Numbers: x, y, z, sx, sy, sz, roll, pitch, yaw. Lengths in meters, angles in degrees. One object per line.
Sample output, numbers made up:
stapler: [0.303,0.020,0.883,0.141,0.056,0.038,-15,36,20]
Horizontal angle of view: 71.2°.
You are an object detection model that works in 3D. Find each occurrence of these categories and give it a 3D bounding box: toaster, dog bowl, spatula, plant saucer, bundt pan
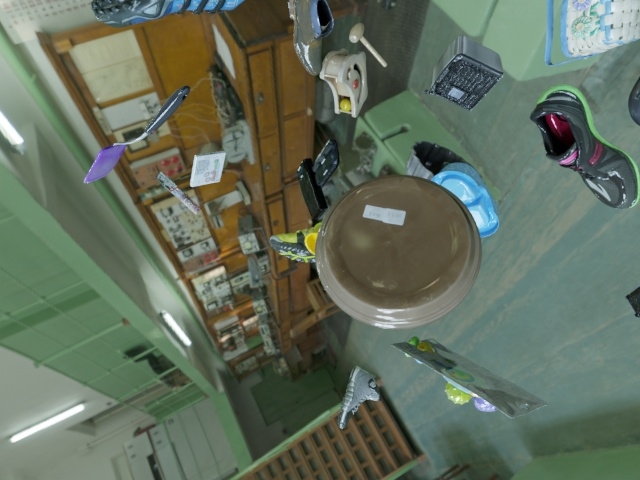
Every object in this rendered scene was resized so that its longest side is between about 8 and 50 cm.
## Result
toaster: [0.442,-0.517,1.391,0.168,0.185,0.110,127,158,-56]
dog bowl: [0.498,-0.141,1.523,0.165,0.074,0.297,-14,125,47]
spatula: [-0.348,-0.202,0.853,0.030,0.296,0.084,56,-156,-11]
plant saucer: [0.123,0.006,0.740,0.278,0.277,0.041,58,179,26]
bundt pan: [0.471,-0.245,1.752,0.331,0.330,0.124,57,135,30]

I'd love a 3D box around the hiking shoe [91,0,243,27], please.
hiking shoe: [-0.190,-0.368,0.653,0.132,0.303,0.113,20,-118,-69]

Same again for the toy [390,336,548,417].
toy: [0.245,0.246,0.776,0.237,0.136,0.056,29,107,46]

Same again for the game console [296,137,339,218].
game console: [0.000,-0.229,1.630,0.361,0.043,0.213,134,121,-63]

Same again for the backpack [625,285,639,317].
backpack: [1.203,0.218,1.640,0.114,0.084,0.105,77,-174,-55]

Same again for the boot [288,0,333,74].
boot: [-0.015,-0.545,1.193,0.106,0.082,0.219,31,149,44]

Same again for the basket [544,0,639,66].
basket: [0.809,-0.686,1.363,0.289,0.200,0.255,-143,44,-71]

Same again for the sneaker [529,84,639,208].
sneaker: [0.873,-0.288,1.513,0.483,0.202,0.185,52,161,1]

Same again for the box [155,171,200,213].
box: [-0.433,-0.143,1.366,0.094,0.027,0.137,37,170,30]

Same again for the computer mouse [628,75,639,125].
computer mouse: [0.850,-0.404,1.128,0.272,0.072,0.189,83,-176,-49]

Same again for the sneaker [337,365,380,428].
sneaker: [0.152,0.590,1.642,0.132,0.229,0.086,20,155,3]

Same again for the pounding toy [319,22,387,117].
pounding toy: [0.103,-0.499,1.367,0.154,0.154,0.270,21,147,25]

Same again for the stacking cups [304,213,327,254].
stacking cups: [0.064,-0.072,1.526,0.095,0.316,0.096,19,133,22]

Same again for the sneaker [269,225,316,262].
sneaker: [0.000,0.000,1.696,0.145,0.384,0.147,79,-164,-72]

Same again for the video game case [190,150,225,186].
video game case: [-0.483,-0.307,1.918,0.019,0.143,0.157,46,134,25]
